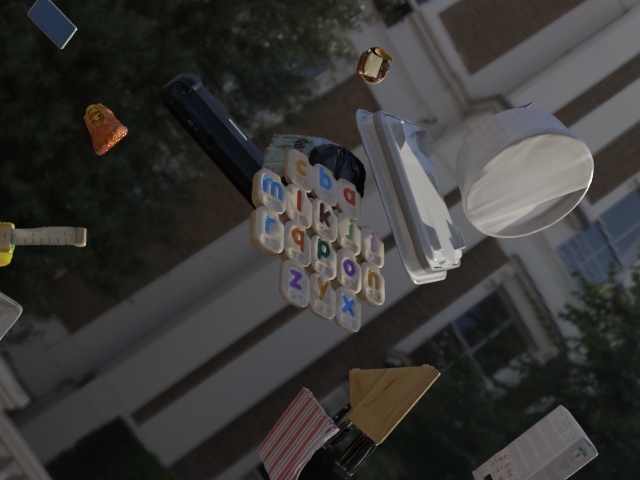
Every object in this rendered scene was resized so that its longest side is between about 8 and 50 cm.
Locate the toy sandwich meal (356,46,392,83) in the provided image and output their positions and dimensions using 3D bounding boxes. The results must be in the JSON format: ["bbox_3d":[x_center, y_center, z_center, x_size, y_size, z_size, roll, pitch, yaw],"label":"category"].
[{"bbox_3d":[0.113,-0.360,1.998,0.029,0.085,0.085,29,-31,51],"label":"toy sandwich meal"}]

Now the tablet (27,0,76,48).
[{"bbox_3d":[-0.456,-0.372,1.651,0.083,0.006,0.054,46,-59,-3],"label":"tablet"}]

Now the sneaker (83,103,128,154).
[{"bbox_3d":[-0.351,-0.181,1.552,0.067,0.064,0.175,52,-6,-22],"label":"sneaker"}]

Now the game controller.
[{"bbox_3d":[-0.186,-0.193,1.912,0.319,0.067,0.166,50,14,-12],"label":"game controller"}]

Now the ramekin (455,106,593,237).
[{"bbox_3d":[0.394,-0.143,1.943,0.273,0.273,0.127,74,-2,-46],"label":"ramekin"}]

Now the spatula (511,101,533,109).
[{"bbox_3d":[0.382,-0.238,2.198,0.030,0.084,0.296,52,-24,6],"label":"spatula"}]

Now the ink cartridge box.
[{"bbox_3d":[0.398,0.418,1.825,0.056,0.224,0.181,48,7,-6],"label":"ink cartridge box"}]

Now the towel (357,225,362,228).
[{"bbox_3d":[0.028,-0.029,2.109,0.148,0.027,0.110,9,-6,41],"label":"towel"}]

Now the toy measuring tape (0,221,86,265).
[{"bbox_3d":[-0.629,0.009,1.997,0.121,0.330,0.121,-2,90,-85],"label":"toy measuring tape"}]

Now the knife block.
[{"bbox_3d":[0.140,0.407,2.196,0.088,0.275,0.242,37,49,-79],"label":"knife block"}]

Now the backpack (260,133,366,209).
[{"bbox_3d":[-0.022,-0.127,1.725,0.182,0.115,0.152,10,-13,43],"label":"backpack"}]

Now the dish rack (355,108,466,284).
[{"bbox_3d":[0.181,-0.090,1.807,0.285,0.072,0.333,-1,73,-69],"label":"dish rack"}]

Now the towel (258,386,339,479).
[{"bbox_3d":[-0.042,0.336,1.644,0.029,0.144,0.197,39,-2,-15],"label":"towel"}]

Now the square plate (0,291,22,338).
[{"bbox_3d":[-0.802,0.167,1.813,0.344,0.347,0.049,40,-5,-29],"label":"square plate"}]

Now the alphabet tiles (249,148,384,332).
[{"bbox_3d":[0.000,0.000,1.539,0.284,0.278,0.021,28,-40,-36],"label":"alphabet tiles"}]
